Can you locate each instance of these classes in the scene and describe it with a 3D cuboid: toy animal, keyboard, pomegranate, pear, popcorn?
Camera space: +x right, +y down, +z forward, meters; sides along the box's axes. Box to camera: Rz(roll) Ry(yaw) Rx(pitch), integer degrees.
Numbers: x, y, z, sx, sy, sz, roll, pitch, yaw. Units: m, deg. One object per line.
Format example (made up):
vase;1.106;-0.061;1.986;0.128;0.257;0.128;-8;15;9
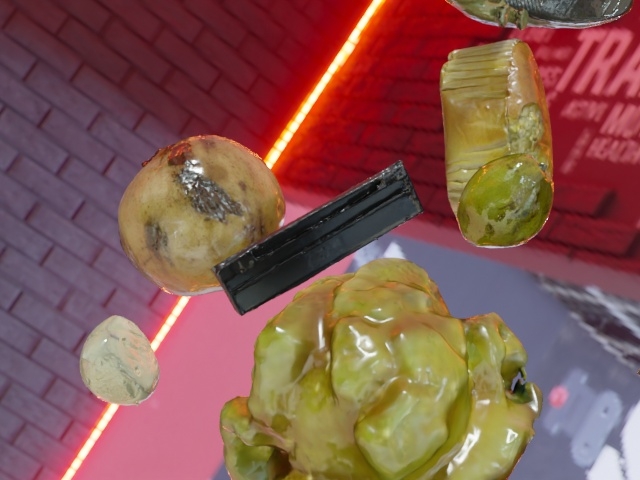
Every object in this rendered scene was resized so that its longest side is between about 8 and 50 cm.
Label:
toy animal;0.203;-0.329;1.546;0.101;0.103;0.219;12;14;22
keyboard;0.000;0.000;1.371;0.017;0.250;0.087;54;-7;51
pomegranate;-0.213;-0.043;2.136;0.322;0.322;0.322;32;-10;6
pear;0.225;-0.046;1.446;0.107;0.131;0.107;40;25;-22
popcorn;0.026;0.172;1.153;0.321;0.290;0.326;-9;-11;-45

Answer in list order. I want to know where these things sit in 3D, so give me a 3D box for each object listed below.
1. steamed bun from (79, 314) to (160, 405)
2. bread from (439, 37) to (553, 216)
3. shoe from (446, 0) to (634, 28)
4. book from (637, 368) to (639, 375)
steamed bun;-0.294;0.176;1.722;0.091;0.112;0.130;-22;-57;24
bread;0.245;-0.148;1.637;0.133;0.250;0.179;-5;-18;21
shoe;0.315;-0.351;1.731;0.275;0.103;0.098;13;-10;23
book;0.611;0.131;1.540;0.260;0.043;0.371;40;-50;14
